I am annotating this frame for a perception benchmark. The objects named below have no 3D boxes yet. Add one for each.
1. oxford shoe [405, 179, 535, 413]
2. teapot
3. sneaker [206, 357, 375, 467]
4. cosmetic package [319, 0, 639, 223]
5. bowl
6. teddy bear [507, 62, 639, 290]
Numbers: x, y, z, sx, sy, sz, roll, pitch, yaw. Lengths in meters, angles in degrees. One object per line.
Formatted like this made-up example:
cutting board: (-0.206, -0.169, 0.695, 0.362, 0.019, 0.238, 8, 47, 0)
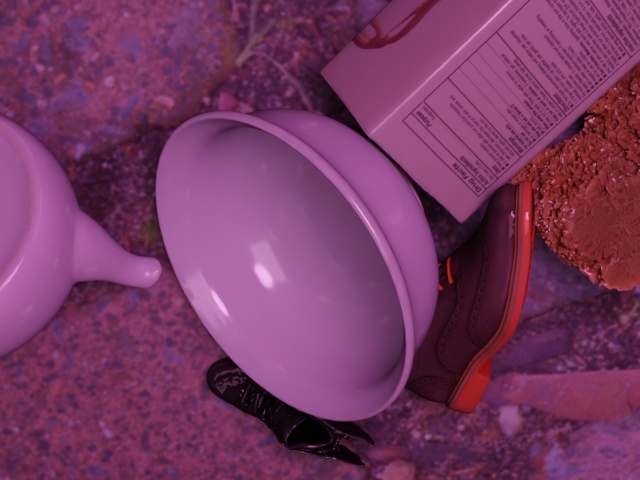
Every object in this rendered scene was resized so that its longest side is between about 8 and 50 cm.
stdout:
oxford shoe: (0.125, 0.054, 0.931, 0.098, 0.097, 0.271, 15, 129, 2)
teapot: (-0.327, 0.013, 0.926, 0.256, 0.187, 0.252, 42, 78, 18)
sneaker: (-0.032, 0.166, 0.997, 0.170, 0.089, 0.051, 22, 99, -5)
cosmetic package: (0.166, -0.181, 0.883, 0.296, 0.129, 0.153, -42, 130, 9)
bowl: (0.000, 0.000, 0.909, 0.134, 0.298, 0.298, -35, 102, -36)
teddy bear: (0.329, -0.107, 0.954, 0.245, 0.113, 0.338, 28, 91, -11)
